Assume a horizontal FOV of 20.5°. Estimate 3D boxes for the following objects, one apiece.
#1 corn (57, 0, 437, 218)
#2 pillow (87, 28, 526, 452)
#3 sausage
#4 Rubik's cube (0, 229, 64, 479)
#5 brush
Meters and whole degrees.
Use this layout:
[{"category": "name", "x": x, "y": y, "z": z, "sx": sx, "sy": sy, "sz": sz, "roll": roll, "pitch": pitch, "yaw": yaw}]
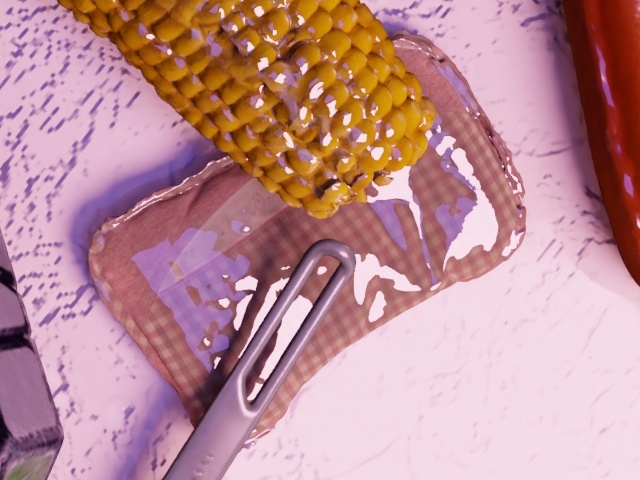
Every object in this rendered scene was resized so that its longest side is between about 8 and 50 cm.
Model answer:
[{"category": "corn", "x": -0.076, "y": -0.141, "z": 0.797, "sx": 0.318, "sy": 0.115, "sz": 0.115, "roll": 43, "pitch": 86, "yaw": -8}, {"category": "pillow", "x": -0.001, "y": -0.003, "z": 0.874, "sx": 0.211, "sy": 0.034, "sz": 0.135, "roll": -36, "pitch": 101, "yaw": -9}, {"category": "sausage", "x": 0.168, "y": -0.110, "z": 0.869, "sx": 0.102, "sy": 0.102, "sz": 0.330, "roll": -15, "pitch": 101, "yaw": -11}, {"category": "Rubik's cube", "x": -0.263, "y": 0.074, "z": 0.700, "sx": 0.319, "sy": 0.319, "sz": 0.264, "roll": -16, "pitch": 125, "yaw": -11}, {"category": "brush", "x": -0.060, "y": 0.111, "z": 0.857, "sx": 0.062, "sy": 0.027, "sz": 0.266, "roll": 31, "pitch": 98, "yaw": -17}]
